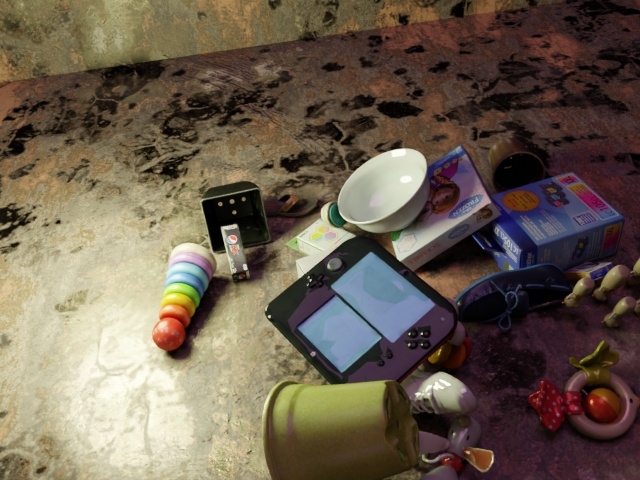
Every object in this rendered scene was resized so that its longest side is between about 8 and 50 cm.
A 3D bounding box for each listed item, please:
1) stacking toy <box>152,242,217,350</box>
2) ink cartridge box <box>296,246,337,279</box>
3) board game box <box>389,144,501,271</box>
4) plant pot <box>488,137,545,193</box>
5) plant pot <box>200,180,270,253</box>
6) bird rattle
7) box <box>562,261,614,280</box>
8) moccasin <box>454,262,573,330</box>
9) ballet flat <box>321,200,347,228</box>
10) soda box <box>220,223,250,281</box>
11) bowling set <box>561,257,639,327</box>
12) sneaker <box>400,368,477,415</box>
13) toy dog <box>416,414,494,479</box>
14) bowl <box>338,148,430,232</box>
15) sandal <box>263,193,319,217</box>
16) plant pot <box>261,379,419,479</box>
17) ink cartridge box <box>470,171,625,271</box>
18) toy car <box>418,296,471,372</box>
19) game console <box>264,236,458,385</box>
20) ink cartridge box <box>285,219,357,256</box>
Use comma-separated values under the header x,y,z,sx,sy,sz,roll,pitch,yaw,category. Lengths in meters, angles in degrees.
x,y,z,sx,sy,sz,roll,pitch,yaw,category
-0.399,0.166,2.069,0.141,0.141,0.330,2,44,11,stacking toy
0.021,0.132,1.997,0.128,0.176,0.127,-19,41,-14,ink cartridge box
0.346,-0.100,2.194,0.318,0.066,0.318,-35,34,17,board game box
0.628,-0.248,2.391,0.166,0.167,0.165,-5,32,3,plant pot
-0.276,-0.095,2.331,0.187,0.188,0.167,-13,28,-6,plant pot
0.615,0.359,1.674,0.253,0.143,0.207,-37,64,-27,bird rattle
0.736,0.084,2.003,0.081,0.028,0.136,-21,2,-16,box
0.517,0.146,1.937,0.341,0.138,0.117,-19,45,-13,moccasin
0.049,-0.081,2.268,0.086,0.086,0.248,15,11,25,ballet flat
-0.256,0.036,2.209,0.053,0.060,0.169,-13,62,-7,soda box
0.788,0.167,1.891,0.286,0.154,0.200,-17,62,-14,bowling set
0.215,0.379,1.669,0.169,0.108,0.292,-34,12,-24,sneaker
0.253,0.485,1.541,0.220,0.161,0.334,-1,39,7,toy dog
0.211,-0.123,2.173,0.297,0.134,0.298,-25,37,20,bowl
-0.114,-0.124,2.424,0.219,0.060,0.090,2,40,11,sandal
0.058,0.404,1.521,0.253,0.276,0.276,-17,34,24,plant pot
0.625,-0.029,2.127,0.395,0.151,0.270,-18,40,-11,ink cartridge box
0.317,0.247,1.858,0.136,0.159,0.182,21,34,-22,toy car
0.100,0.183,1.779,0.342,0.060,0.386,-36,55,-19,game console
0.000,0.000,2.253,0.209,0.062,0.109,25,49,34,ink cartridge box
